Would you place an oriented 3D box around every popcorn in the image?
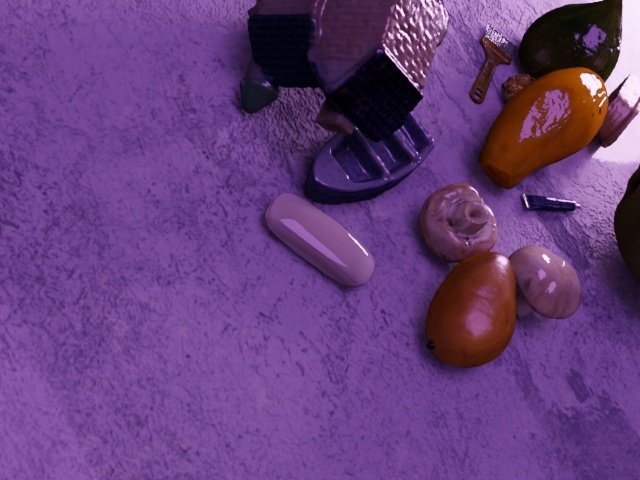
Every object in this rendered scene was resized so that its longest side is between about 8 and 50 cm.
[{"bbox_3d":[0.397,-0.302,2.097,0.084,0.084,0.084,14,59,-24],"label":"popcorn"}]

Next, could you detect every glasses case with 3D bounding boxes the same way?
[{"bbox_3d":[0.000,0.000,1.693,0.204,0.051,0.081,38,53,-8],"label":"glasses case"}]

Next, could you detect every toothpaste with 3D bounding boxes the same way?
[{"bbox_3d":[0.451,-0.072,2.023,0.140,0.021,0.037,4,56,-27],"label":"toothpaste"}]

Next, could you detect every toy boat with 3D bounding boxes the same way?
[{"bbox_3d":[0.078,-0.140,1.800,0.283,0.078,0.127,-29,83,-38],"label":"toy boat"},{"bbox_3d":[0.616,-0.265,2.167,0.061,0.116,0.188,41,49,0],"label":"toy boat"}]

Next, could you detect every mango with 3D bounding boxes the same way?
[{"bbox_3d":[0.435,-0.225,1.997,0.144,0.187,0.359,31,45,33],"label":"mango"},{"bbox_3d":[0.263,0.115,1.745,0.147,0.109,0.227,32,61,4],"label":"mango"}]

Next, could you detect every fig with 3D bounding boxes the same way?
[{"bbox_3d":[0.543,-0.413,2.127,0.203,0.235,0.203,18,54,-26],"label":"fig"}]

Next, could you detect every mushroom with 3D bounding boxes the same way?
[{"bbox_3d":[0.243,-0.030,1.817,0.148,0.112,0.148,9,64,-18],"label":"mushroom"},{"bbox_3d":[0.388,0.081,1.845,0.154,0.122,0.154,33,18,-12],"label":"mushroom"}]

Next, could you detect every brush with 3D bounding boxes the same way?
[{"bbox_3d":[0.344,-0.354,2.116,0.082,0.010,0.218,35,52,-10],"label":"brush"}]

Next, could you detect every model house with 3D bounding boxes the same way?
[{"bbox_3d":[0.023,-0.308,1.743,0.243,0.299,0.284,43,59,-53],"label":"model house"}]

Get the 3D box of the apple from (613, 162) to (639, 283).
[{"bbox_3d":[0.735,-0.028,1.971,0.357,0.357,0.357,14,59,-24],"label":"apple"}]
